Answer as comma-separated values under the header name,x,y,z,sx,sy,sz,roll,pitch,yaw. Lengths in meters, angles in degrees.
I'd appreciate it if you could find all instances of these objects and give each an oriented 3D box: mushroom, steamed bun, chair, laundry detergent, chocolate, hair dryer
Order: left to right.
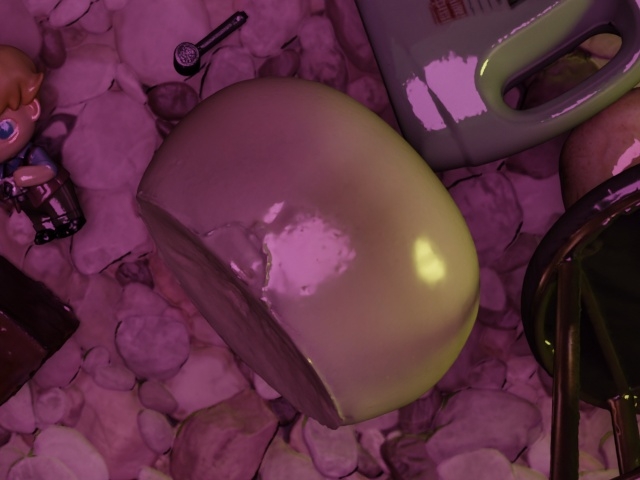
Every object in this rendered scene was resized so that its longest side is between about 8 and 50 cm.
name,x,y,z,sx,sy,sz,roll,pitch,yaw
chocolate,-0.389,0.025,1.694,0.321,0.112,0.112,40,107,0
hair dryer,-0.101,-0.186,1.678,0.083,0.047,0.026,-37,90,-7
steamed bun,0.000,0.000,1.545,0.206,0.324,0.324,-41,90,-12
laundry detergent,0.233,-0.232,1.583,0.398,0.124,0.264,-19,70,2
mushroom,0.294,-0.057,1.609,0.166,0.127,0.166,-1,101,-3
chair,0.345,0.161,1.432,0.362,0.410,0.364,-23,132,9

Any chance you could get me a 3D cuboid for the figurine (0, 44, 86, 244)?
name,x,y,z,sx,sy,sz,roll,pitch,yaw
figurine,-0.294,-0.086,1.676,0.108,0.114,0.196,-32,103,-37
